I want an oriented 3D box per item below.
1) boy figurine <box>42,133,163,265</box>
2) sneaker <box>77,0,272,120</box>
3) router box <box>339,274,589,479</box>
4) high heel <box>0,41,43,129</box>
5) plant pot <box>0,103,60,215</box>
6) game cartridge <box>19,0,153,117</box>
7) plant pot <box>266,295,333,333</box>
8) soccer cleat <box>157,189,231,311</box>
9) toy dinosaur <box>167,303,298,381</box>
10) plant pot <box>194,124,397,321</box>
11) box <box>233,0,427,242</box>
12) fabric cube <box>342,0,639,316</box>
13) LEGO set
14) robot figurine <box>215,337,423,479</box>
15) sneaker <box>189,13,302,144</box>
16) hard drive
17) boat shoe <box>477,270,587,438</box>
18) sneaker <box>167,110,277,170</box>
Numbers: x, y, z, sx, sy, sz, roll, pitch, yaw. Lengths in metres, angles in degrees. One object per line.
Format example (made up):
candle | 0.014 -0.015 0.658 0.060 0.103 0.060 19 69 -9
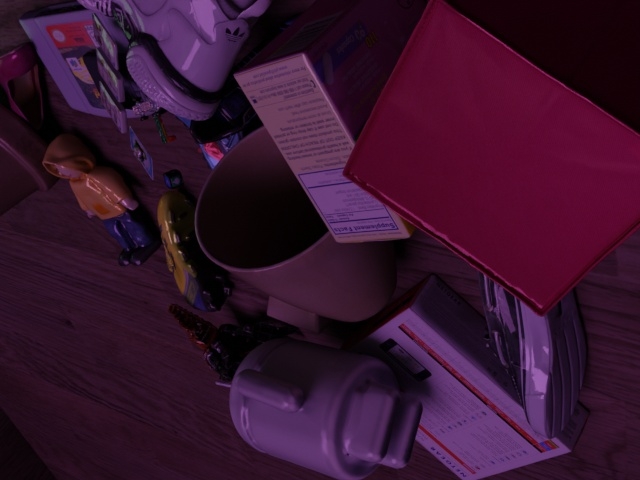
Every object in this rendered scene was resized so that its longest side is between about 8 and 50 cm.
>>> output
boy figurine | -0.419 -0.081 1.608 0.177 0.092 0.285 1 134 44
sneaker | -0.193 -0.343 1.060 0.210 0.137 0.366 -48 62 26
router box | 0.216 0.243 1.385 0.335 0.082 0.301 42 146 -3
high heel | -0.520 -0.269 1.473 0.117 0.082 0.244 58 152 -9
plant pot | -0.669 -0.132 1.609 0.263 0.229 0.263 31 161 12
game cartridge | -0.346 -0.290 1.339 0.294 0.060 0.196 6 137 39
plant pot | -0.020 0.076 1.408 0.109 0.109 0.096 18 127 28
soccer cleat | -0.262 0.026 1.575 0.121 0.093 0.289 12 138 30
toy dinosaur | -0.171 0.232 1.656 0.322 0.164 0.218 16 173 -33
plant pot | 0.000 0.000 1.202 0.256 0.256 0.274 10 155 35
box | 0.057 -0.157 0.966 0.117 0.213 0.243 -4 127 46
fabric cube | 0.221 -0.136 0.801 0.259 0.258 0.254 36 145 4
LEGO set | -0.253 -0.192 1.200 0.244 0.060 0.182 53 153 27
robot figurine | -0.008 0.274 1.380 0.353 0.200 0.300 7 162 39
sneaker | -0.081 -0.204 1.095 0.232 0.090 0.081 -36 107 31
hard drive | -0.300 -0.244 1.281 0.135 0.022 0.094 11 137 35
boat shoe | 0.294 0.129 1.177 0.119 0.121 0.335 16 129 42
sneaker | -0.143 -0.207 1.227 0.125 0.104 0.262 -18 121 30
